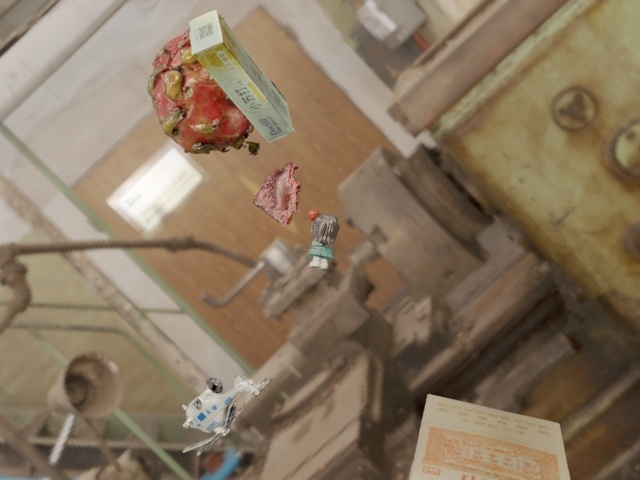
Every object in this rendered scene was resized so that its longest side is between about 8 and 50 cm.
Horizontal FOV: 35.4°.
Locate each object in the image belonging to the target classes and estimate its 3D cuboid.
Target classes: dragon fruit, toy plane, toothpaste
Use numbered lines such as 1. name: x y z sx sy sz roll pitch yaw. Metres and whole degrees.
1. dragon fruit: -0.267 -0.338 2.255 0.291 0.250 0.269 93 174 -57
2. dragon fruit: -0.072 -0.097 2.142 0.131 0.097 0.063 -56 31 11
3. toy plane: -0.202 0.321 1.940 0.182 0.107 0.273 -44 -4 -22
4. toothpaste: -0.146 -0.300 1.882 0.071 0.313 0.089 -22 58 13

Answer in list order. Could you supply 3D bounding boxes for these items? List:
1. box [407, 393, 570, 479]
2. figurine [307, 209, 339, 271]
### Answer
1. box: 0.225 0.300 1.335 0.365 0.205 0.051 -43 -36 -77
2. figurine: 0.000 0.000 1.764 0.047 0.060 0.106 126 153 -77
